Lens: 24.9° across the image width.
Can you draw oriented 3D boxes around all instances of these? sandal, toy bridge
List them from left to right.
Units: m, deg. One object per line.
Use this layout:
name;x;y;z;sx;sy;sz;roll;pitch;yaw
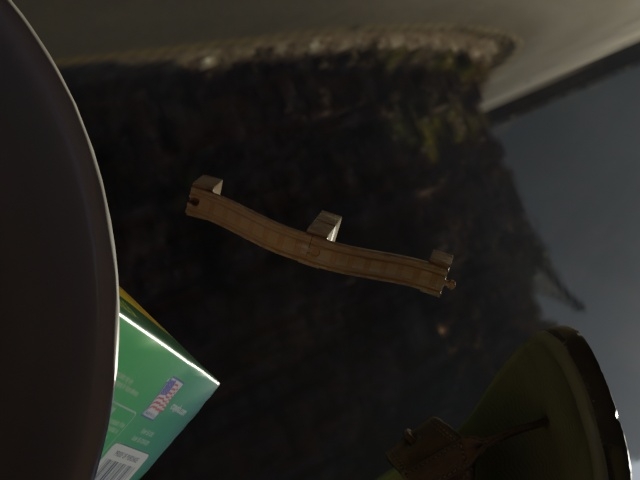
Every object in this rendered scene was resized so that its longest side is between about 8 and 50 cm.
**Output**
toy bridge;0.000;0.000;0.962;0.188;0.026;0.063;18;-165;6
sandal;0.074;0.155;0.819;0.086;0.120;0.303;-4;150;-32

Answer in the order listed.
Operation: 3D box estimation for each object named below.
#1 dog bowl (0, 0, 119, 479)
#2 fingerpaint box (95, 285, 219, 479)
dog bowl;-0.185;0.027;0.428;0.104;0.265;0.265;0;-166;35
fingerpaint box;-0.282;-0.004;0.883;0.163;0.371;0.445;-50;165;-6
